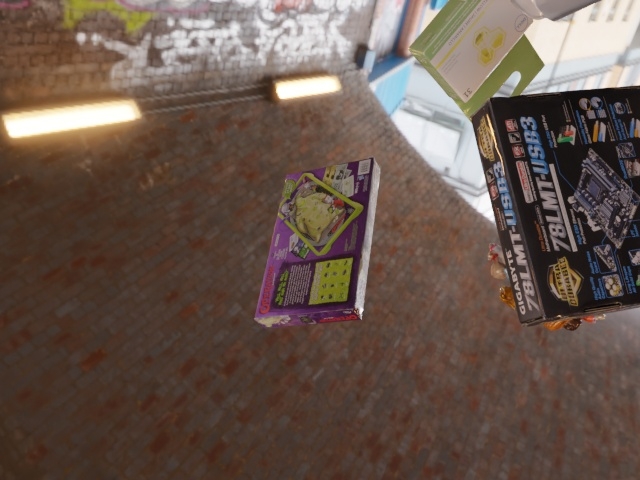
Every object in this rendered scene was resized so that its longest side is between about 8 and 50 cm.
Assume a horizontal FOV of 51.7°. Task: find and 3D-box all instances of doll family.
[{"bbox_3d":[0.439,0.078,1.291,0.263,0.163,0.118,38,-172,17],"label":"doll family"}]

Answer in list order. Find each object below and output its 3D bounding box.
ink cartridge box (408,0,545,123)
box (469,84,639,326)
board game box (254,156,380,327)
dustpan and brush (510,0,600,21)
[{"bbox_3d":[0.271,-0.291,1.058,0.235,0.171,0.056,38,-176,-33],"label":"ink cartridge box"},{"bbox_3d":[0.372,-0.055,0.867,0.293,0.296,0.073,-8,166,-12],"label":"box"},{"bbox_3d":[0.000,0.000,1.285,0.208,0.056,0.347,-5,-126,24],"label":"board game box"},{"bbox_3d":[0.204,-0.297,0.619,0.147,0.060,0.211,-26,-101,-12],"label":"dustpan and brush"}]
